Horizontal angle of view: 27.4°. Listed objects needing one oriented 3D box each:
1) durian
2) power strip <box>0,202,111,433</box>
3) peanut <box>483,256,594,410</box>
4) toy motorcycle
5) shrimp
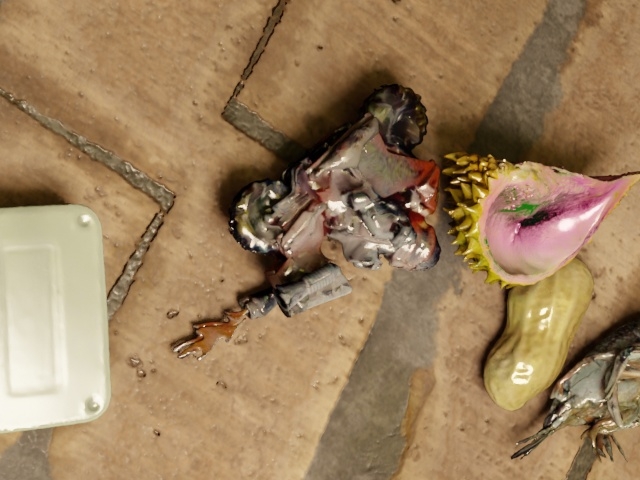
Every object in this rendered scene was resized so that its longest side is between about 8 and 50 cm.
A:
[{"bbox_3d":[0.236,-0.028,1.575,0.260,0.154,0.186,20,75,-38],"label":"durian"},{"bbox_3d":[-0.341,0.080,1.315,0.261,0.141,0.229,-3,92,-29],"label":"power strip"},{"bbox_3d":[0.271,0.113,1.643,0.099,0.090,0.214,33,76,-36],"label":"peanut"},{"bbox_3d":[0.000,0.000,1.486,0.401,0.134,0.207,-37,101,-22],"label":"toy motorcycle"},{"bbox_3d":[0.395,0.173,1.665,0.372,0.137,0.172,-38,152,-31],"label":"shrimp"}]
